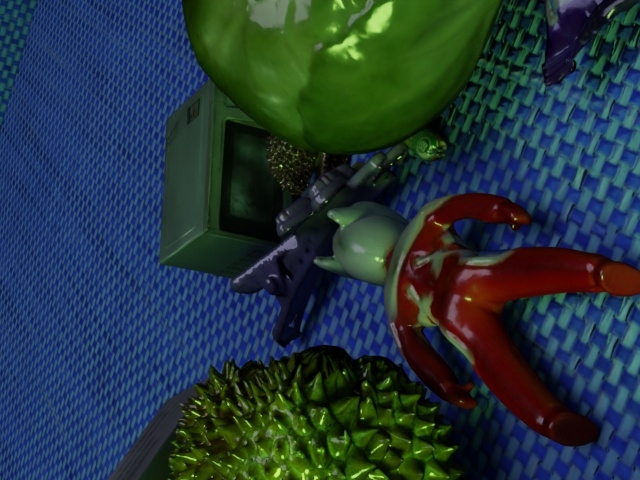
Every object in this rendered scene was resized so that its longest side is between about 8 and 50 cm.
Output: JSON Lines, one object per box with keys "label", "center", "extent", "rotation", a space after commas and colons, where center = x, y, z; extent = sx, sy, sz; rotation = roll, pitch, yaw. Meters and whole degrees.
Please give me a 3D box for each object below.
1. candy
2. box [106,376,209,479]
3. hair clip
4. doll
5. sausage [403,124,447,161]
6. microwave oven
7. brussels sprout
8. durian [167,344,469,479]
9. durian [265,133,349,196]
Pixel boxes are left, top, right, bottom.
{"label": "candy", "center": [0.231, -0.273, 1.027], "extent": [0.145, 0.070, 0.275], "rotation": [-32, 48, 44]}
{"label": "box", "center": [-0.120, 0.280, 1.150], "extent": [0.065, 0.200, 0.343], "rotation": [-26, 8, 12]}
{"label": "hair clip", "center": [-0.012, -0.007, 1.308], "extent": [0.090, 0.137, 0.278], "rotation": [42, 122, 18]}
{"label": "doll", "center": [0.119, 0.044, 1.081], "extent": [0.384, 0.099, 0.188], "rotation": [29, 103, 54]}
{"label": "sausage", "center": [0.070, -0.139, 1.292], "extent": [0.269, 0.032, 0.033], "rotation": [49, 121, 56]}
{"label": "microwave oven", "center": [-0.110, -0.074, 1.487], "extent": [0.163, 0.129, 0.205], "rotation": [-30, 53, 56]}
{"label": "brussels sprout", "center": [0.035, -0.236, 1.141], "extent": [0.281, 0.289, 0.354], "rotation": [52, 134, -1]}
{"label": "durian", "center": [-0.001, 0.212, 1.051], "extent": [0.291, 0.291, 0.225], "rotation": [-19, 57, 57]}
{"label": "durian", "center": [-0.015, -0.125, 1.388], "extent": [0.110, 0.071, 0.140], "rotation": [8, 65, 26]}
